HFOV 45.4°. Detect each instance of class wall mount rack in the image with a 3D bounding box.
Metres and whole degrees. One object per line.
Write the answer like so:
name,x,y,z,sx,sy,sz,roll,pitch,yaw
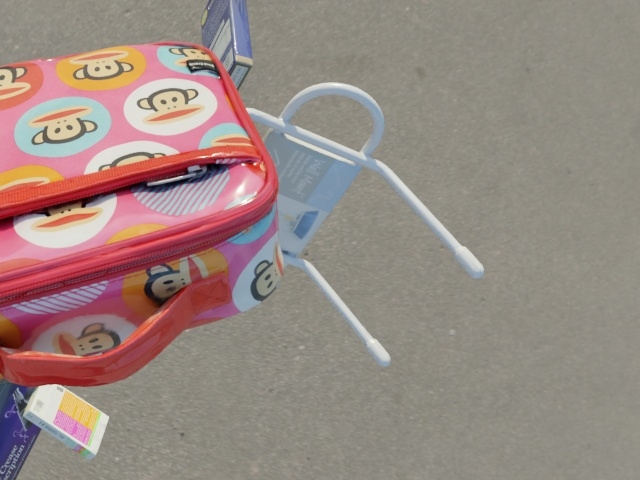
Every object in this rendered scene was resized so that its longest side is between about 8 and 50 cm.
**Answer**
wall mount rack,0.000,0.000,0.889,0.304,0.350,0.131,21,46,-16

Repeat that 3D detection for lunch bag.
lunch bag,-0.176,-0.012,0.516,0.293,0.258,0.120,-16,138,-13

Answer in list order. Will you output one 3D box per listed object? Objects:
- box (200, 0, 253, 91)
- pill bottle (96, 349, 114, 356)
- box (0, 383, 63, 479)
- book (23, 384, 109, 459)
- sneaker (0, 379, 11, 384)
box,-0.162,-0.339,1.294,0.036,0.136,0.225,7,57,-27
pill bottle,-0.461,0.218,1.730,0.169,0.094,0.094,-1,85,-6
box,-0.637,0.350,1.484,0.184,0.103,0.261,66,36,-50
book,-0.451,0.315,1.361,0.035,0.096,0.144,-40,113,16
sneaker,-0.590,0.176,1.353,0.226,0.086,0.164,-7,69,-33
